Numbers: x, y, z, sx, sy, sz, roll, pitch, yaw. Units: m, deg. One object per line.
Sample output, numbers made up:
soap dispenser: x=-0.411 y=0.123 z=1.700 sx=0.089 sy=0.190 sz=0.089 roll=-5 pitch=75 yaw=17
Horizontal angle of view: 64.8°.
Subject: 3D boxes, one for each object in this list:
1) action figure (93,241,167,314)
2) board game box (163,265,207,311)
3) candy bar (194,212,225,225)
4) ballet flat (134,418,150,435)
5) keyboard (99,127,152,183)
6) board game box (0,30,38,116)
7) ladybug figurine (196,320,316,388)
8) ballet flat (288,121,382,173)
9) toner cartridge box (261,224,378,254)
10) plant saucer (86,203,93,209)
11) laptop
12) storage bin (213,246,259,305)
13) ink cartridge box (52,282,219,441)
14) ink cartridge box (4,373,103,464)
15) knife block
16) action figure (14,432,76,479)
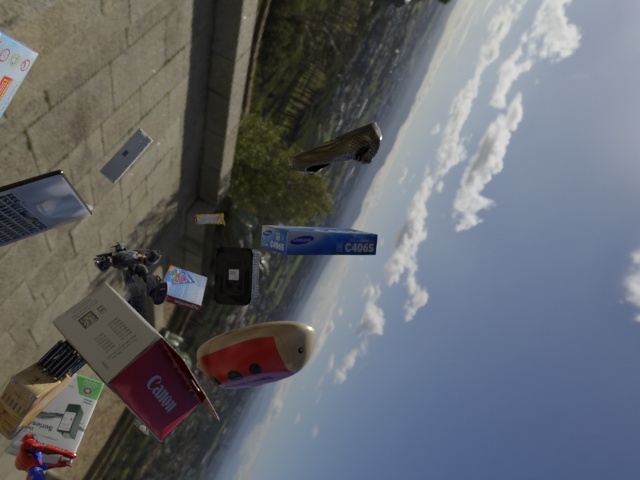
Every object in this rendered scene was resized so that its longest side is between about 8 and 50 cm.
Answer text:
action figure: x=-0.542 y=0.085 z=1.463 sx=0.185 sy=0.285 sz=0.099 roll=-17 pitch=134 yaw=-32
board game box: x=-0.477 y=0.163 z=1.756 sx=0.281 sy=0.145 sz=0.027 roll=-118 pitch=-129 yaw=-73
candy bar: x=-0.359 y=-0.068 z=1.641 sx=0.018 sy=0.161 sz=0.040 roll=-21 pitch=106 yaw=-45
ballet flat: x=-0.404 y=0.447 z=1.212 sx=0.041 sy=0.114 sz=0.041 roll=-10 pitch=90 yaw=-75
keyboard: x=-0.784 y=-0.345 z=2.043 sx=0.014 sy=0.072 sz=0.256 roll=-12 pitch=-139 yaw=54
board game box: x=-0.969 y=-0.456 z=1.414 sx=0.308 sy=0.086 sz=0.302 roll=-58 pitch=-170 yaw=2
ladybug figurine: x=-0.225 y=0.406 z=1.746 sx=0.305 sy=0.449 sz=0.162 roll=47 pitch=30 yaw=-56
ballet flat: x=0.022 y=-0.140 z=0.848 sx=0.084 sy=0.058 sz=0.250 roll=-29 pitch=-169 yaw=-30
toner cartridge box: x=0.000 y=0.000 z=1.630 sx=0.165 sy=0.348 sz=0.075 roll=12 pitch=-81 yaw=55
plant saucer: x=-1.090 y=-0.094 z=1.931 sx=0.400 sy=0.400 sz=0.100 roll=-57 pitch=131 yaw=-71
laptop: x=-0.739 y=0.057 z=1.190 sx=0.408 sy=0.236 sz=0.382 roll=-22 pitch=176 yaw=-18
storage bin: x=-0.265 y=0.112 z=1.605 sx=0.084 sy=0.122 sz=0.180 roll=5 pitch=87 yaw=-82
ink cartridge box: x=-0.371 y=0.281 z=1.055 sx=0.130 sy=0.272 sz=0.309 roll=-42 pitch=148 yaw=-26
ink cartridge box: x=-0.934 y=0.623 z=1.785 sx=0.121 sy=0.211 sz=0.289 roll=-37 pitch=-146 yaw=43
knife block: x=-0.766 y=0.395 z=1.423 sx=0.275 sy=0.088 sz=0.242 roll=-51 pitch=176 yaw=19
action figure: x=-0.591 y=0.528 z=1.115 sx=0.139 sy=0.280 sz=0.091 roll=13 pitch=108 yaw=-44
